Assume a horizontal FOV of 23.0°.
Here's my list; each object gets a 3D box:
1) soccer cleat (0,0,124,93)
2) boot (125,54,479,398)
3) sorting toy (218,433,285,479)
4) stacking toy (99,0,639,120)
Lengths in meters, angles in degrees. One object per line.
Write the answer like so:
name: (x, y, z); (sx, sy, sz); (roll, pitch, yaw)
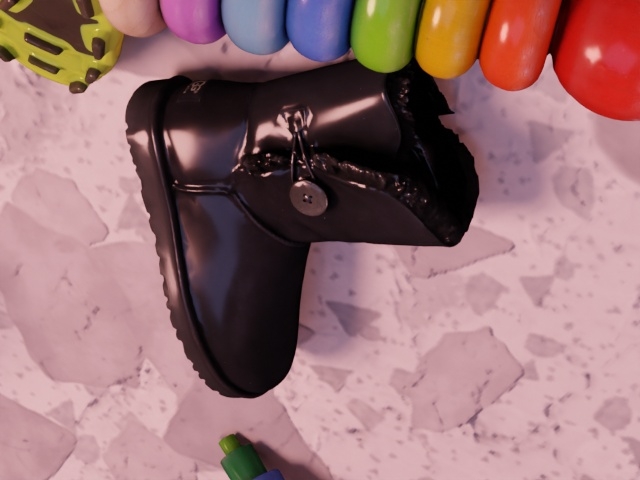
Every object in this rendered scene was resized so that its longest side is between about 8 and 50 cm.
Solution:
soccer cleat: (-0.146, -0.193, 0.932); (0.093, 0.121, 0.289); (19, 152, 3)
boot: (0.000, 0.000, 1.006); (0.207, 0.094, 0.246); (0, 119, 29)
sorting toy: (-0.133, 0.270, 1.295); (0.365, 0.127, 0.126); (-46, 69, 38)
stacking toy: (0.053, -0.146, 0.859); (0.330, 0.141, 0.141); (14, 130, 7)
